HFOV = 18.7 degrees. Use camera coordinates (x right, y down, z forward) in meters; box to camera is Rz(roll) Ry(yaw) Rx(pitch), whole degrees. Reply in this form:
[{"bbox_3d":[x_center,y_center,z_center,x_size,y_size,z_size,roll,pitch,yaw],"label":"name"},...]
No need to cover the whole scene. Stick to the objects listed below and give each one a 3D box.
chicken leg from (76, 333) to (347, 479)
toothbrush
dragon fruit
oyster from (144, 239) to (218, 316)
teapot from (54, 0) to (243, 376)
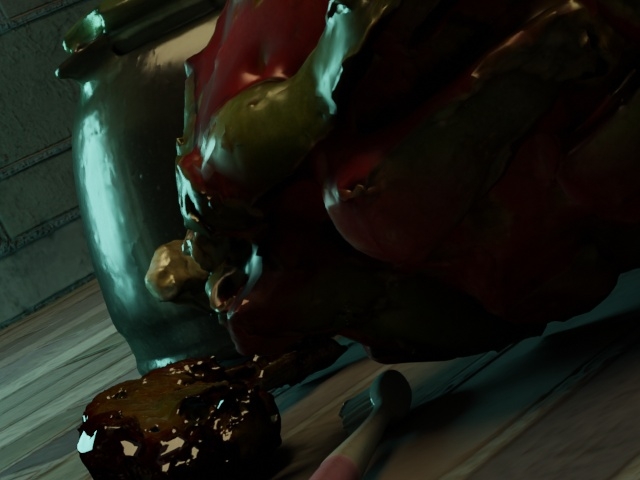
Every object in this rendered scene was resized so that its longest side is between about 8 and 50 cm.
[{"bbox_3d":[-0.050,0.075,0.865,0.106,0.051,0.253,-19,5,12],"label":"chicken leg"},{"bbox_3d":[0.001,0.086,0.650,0.025,0.020,0.286,-34,2,13],"label":"toothbrush"},{"bbox_3d":[0.071,-0.075,0.755,0.303,0.231,0.237,-34,40,-6],"label":"dragon fruit"},{"bbox_3d":[0.000,0.000,0.996,0.191,0.081,0.163,-18,10,-39],"label":"oyster"},{"bbox_3d":[-0.011,-0.079,1.191,0.322,0.239,0.239,-26,6,-3],"label":"teapot"}]
